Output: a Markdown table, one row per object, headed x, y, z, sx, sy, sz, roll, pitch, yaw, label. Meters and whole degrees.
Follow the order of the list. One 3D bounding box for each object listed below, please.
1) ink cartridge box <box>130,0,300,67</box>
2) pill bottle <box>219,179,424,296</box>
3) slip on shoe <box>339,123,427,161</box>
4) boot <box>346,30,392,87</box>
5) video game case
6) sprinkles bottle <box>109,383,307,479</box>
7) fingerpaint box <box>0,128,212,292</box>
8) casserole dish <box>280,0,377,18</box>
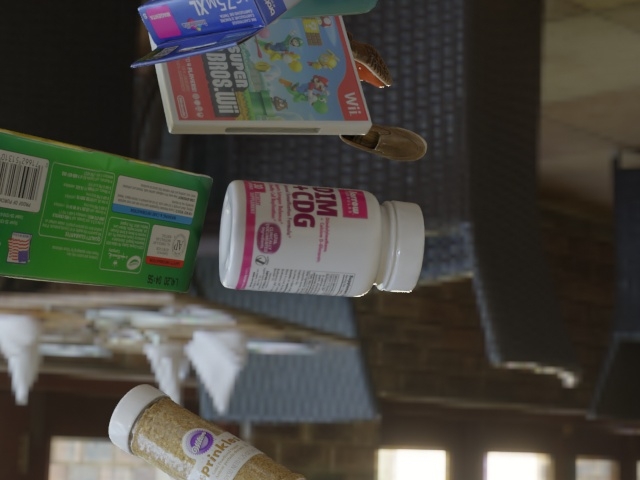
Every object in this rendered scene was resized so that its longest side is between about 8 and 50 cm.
| x | y | z | sx | sy | sz | roll | pitch | yaw | label |
| --- | --- | --- | --- | --- | --- | --- | --- | --- | --- |
| -0.078 | -0.305 | 1.697 | 0.186 | 0.065 | 0.311 | -2 | -147 | 42 | ink cartridge box |
| 0.000 | 0.000 | 2.145 | 0.283 | 0.160 | 0.160 | 4 | 171 | -11 | pill bottle |
| 0.091 | -0.148 | 2.158 | 0.135 | 0.051 | 0.041 | 20 | -157 | -2 | slip on shoe |
| 0.049 | -0.288 | 2.413 | 0.085 | 0.059 | 0.158 | -36 | 134 | 29 | boot |
| -0.084 | -0.233 | 1.977 | 0.285 | 0.204 | 0.025 | -1 | 151 | -24 | video game case |
| -0.191 | 0.372 | 2.471 | 0.355 | 0.121 | 0.121 | 26 | -177 | 26 | sprinkles bottle |
| -0.409 | -0.055 | 1.715 | 0.371 | 0.163 | 0.445 | 13 | -179 | 28 | fingerpaint box |
| -0.006 | -0.322 | 1.930 | 0.189 | 0.037 | 0.114 | -5 | -158 | -8 | casserole dish |
